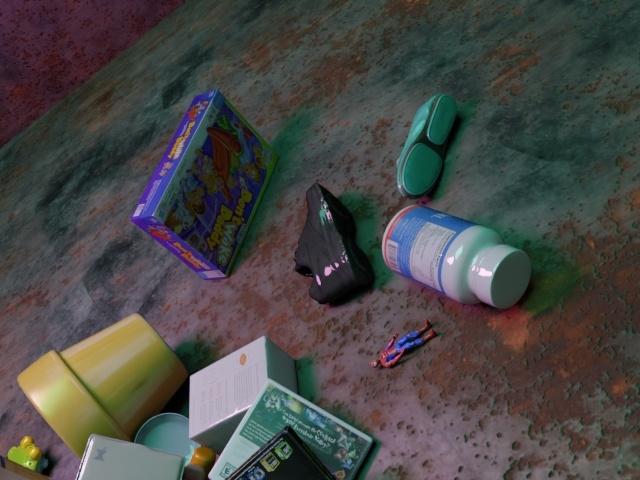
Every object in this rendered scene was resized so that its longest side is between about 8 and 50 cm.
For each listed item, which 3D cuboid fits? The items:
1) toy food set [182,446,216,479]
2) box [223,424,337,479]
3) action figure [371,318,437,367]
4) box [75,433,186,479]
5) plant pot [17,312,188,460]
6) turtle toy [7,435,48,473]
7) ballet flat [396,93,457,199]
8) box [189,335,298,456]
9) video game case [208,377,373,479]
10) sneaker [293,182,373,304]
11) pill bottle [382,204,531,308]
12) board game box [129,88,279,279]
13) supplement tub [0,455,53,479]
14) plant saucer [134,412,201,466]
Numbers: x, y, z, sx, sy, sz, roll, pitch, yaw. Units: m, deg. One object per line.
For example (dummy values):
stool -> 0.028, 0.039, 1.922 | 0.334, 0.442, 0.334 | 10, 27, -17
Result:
toy food set -> -0.161, 0.430, 1.074 | 0.232, 0.111, 0.104 | 28, 107, 40
box -> -0.056, 0.387, 0.959 | 0.191, 0.184, 0.045 | -41, -5, 0
action figure -> 0.128, 0.168, 1.109 | 0.115, 0.030, 0.038 | -38, 44, 11
box -> -0.314, 0.413, 1.095 | 0.232, 0.149, 0.126 | 121, 162, -53
plant pot -> -0.391, 0.275, 1.319 | 0.239, 0.254, 0.254 | -40, 35, -21
turtle toy -> -0.620, 0.467, 1.467 | 0.130, 0.066, 0.095 | 21, 69, 50
ballet flat -> 0.192, -0.169, 1.330 | 0.087, 0.083, 0.247 | -27, 35, 59
box -> -0.132, 0.268, 1.195 | 0.170, 0.091, 0.130 | -30, 40, 18
video game case -> -0.044, 0.327, 1.046 | 0.190, 0.022, 0.173 | 27, 73, 17
sneaker -> 0.000, 0.000, 1.318 | 0.130, 0.109, 0.286 | -37, 36, 19
pill bottle -> 0.210, 0.027, 1.085 | 0.124, 0.124, 0.221 | -53, 40, -10
board game box -> -0.241, -0.122, 1.532 | 0.078, 0.233, 0.347 | -7, 52, 38
supplement tub -> -0.584, 0.494, 1.303 | 0.144, 0.199, 0.144 | -24, 42, 24
plant saucer -> -0.271, 0.369, 1.243 | 0.119, 0.021, 0.119 | 1, 68, -3
